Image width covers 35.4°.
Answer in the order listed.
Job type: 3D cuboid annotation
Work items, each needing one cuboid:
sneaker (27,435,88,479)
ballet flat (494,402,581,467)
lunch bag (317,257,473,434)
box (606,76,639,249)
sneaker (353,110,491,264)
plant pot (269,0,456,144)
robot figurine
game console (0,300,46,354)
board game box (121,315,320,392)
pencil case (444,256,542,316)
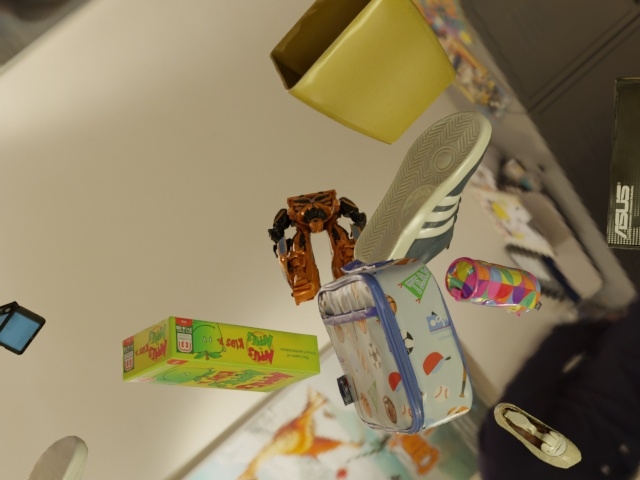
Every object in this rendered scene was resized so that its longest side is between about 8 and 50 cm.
[{"bbox_3d":[-0.367,0.374,1.410,0.094,0.212,0.080,25,-176,-39],"label":"sneaker"},{"bbox_3d":[0.373,0.338,1.734,0.168,0.057,0.052,30,166,14],"label":"ballet flat"},{"bbox_3d":[0.090,0.141,1.396,0.243,0.115,0.303,69,163,1],"label":"lunch bag"},{"bbox_3d":[0.409,-0.081,1.090,0.045,0.184,0.191,-41,-47,-68],"label":"box"},{"bbox_3d":[0.207,-0.070,1.804,0.148,0.350,0.131,21,-159,-43],"label":"sneaker"},{"bbox_3d":[0.074,-0.268,1.487,0.187,0.212,0.212,38,-167,-25],"label":"plant pot"},{"bbox_3d":[0.000,0.000,2.050,0.291,0.211,0.085,-101,1,-46],"label":"robot figurine"},{"bbox_3d":[-0.642,0.189,2.050,0.071,0.122,0.107,46,-153,11],"label":"game console"},{"bbox_3d":[-0.099,0.119,1.018,0.181,0.092,0.043,12,-117,-39],"label":"board game box"},{"bbox_3d":[0.369,0.100,2.131,0.236,0.104,0.104,15,-163,-40],"label":"pencil case"}]
